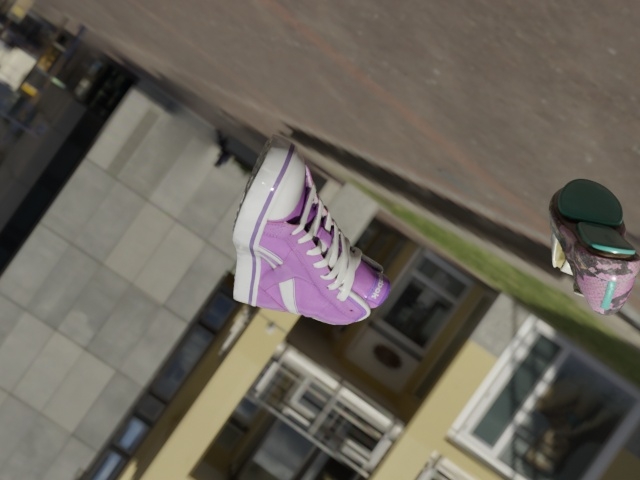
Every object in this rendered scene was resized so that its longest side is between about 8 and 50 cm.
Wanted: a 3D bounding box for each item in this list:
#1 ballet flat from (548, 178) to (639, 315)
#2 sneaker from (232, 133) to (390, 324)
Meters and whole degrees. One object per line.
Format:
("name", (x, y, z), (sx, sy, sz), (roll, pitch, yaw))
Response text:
("ballet flat", (0.253, 0.008, 0.985), (0.077, 0.079, 0.221), (11, -159, 1))
("sneaker", (0.000, -0.001, 1.031), (0.161, 0.102, 0.282), (18, 156, 5))
